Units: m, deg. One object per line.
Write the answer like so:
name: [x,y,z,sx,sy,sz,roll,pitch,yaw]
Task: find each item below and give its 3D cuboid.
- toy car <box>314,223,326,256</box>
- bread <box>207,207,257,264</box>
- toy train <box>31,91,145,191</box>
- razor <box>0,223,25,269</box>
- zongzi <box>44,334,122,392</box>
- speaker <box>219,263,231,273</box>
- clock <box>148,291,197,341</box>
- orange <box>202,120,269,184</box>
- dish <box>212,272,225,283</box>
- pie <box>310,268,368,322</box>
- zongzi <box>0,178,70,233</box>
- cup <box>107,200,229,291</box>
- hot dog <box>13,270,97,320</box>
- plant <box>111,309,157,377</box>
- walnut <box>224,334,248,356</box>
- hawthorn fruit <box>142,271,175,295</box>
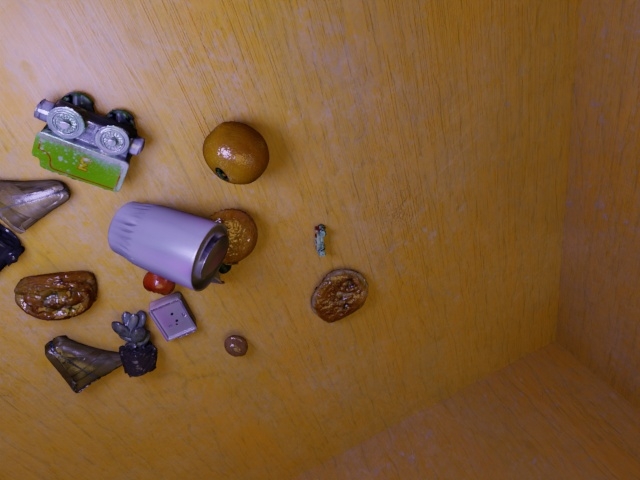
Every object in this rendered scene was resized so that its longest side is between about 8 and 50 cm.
toy car: [0.000,0.000,1.855,0.053,0.073,0.144,-1,121,-3]
bread: [-0.368,-0.026,1.649,0.239,0.139,0.240,-10,122,-17]
toy train: [-0.747,-0.317,1.321,0.307,0.174,0.249,20,119,-30]
razor: [-1.198,0.076,1.397,0.326,0.107,0.189,-37,125,1]
zongzi: [-0.958,0.468,1.729,0.289,0.123,0.261,-29,120,-23]
speaker: [-0.412,0.089,1.758,0.095,0.060,0.075,-54,132,-30]
clock: [-0.644,0.334,1.789,0.146,0.071,0.192,-22,124,-9]
orange: [-0.300,-0.310,1.467,0.236,0.236,0.237,-10,122,-16]
dish: [-0.492,0.108,1.697,0.234,0.153,0.064,41,63,-34]
pie: [0.099,0.274,2.043,0.314,0.092,0.316,-9,121,-15]
zongzi: [-0.993,-0.179,1.343,0.228,0.115,0.256,-36,115,-3]
cup: [-0.534,0.012,1.465,0.371,0.253,0.254,18,116,9]
hot dog: [-0.998,0.201,1.543,0.271,0.122,0.196,-5,120,-21]
plant: [-0.789,0.435,1.753,0.146,0.148,0.275,-31,119,-57]
walnut: [-0.405,0.504,1.966,0.124,0.105,0.105,37,101,-19]
hawthorn fruit: [-0.646,0.160,1.659,0.125,0.125,0.140,33,104,-33]
